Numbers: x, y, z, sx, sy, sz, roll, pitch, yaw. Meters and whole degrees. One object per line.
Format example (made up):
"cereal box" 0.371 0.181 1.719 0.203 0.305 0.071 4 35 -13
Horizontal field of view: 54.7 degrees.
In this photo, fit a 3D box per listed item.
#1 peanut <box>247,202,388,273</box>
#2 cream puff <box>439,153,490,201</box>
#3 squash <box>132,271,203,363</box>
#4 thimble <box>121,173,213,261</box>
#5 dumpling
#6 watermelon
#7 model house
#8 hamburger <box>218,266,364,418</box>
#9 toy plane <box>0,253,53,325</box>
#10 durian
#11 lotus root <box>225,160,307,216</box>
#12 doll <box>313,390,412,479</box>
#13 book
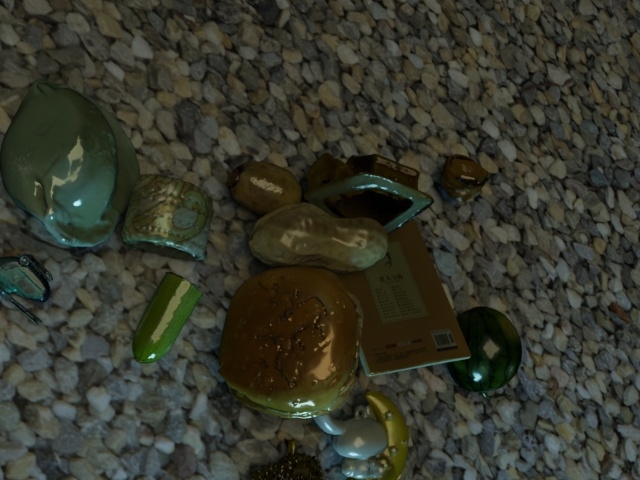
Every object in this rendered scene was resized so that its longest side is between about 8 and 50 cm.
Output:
"peanut" 0.000 0.000 1.356 0.314 0.149 0.149 10 74 -14
"cream puff" 0.374 -0.162 1.622 0.133 0.104 0.119 -9 49 -31
"squash" -0.326 0.166 1.274 0.095 0.095 0.187 32 73 -12
"thimble" -0.311 -0.044 1.300 0.191 0.137 0.143 19 71 -29
"dumpling" -0.485 -0.155 1.217 0.270 0.212 0.320 20 82 -20
"watermelon" 0.418 0.278 1.526 0.204 0.127 0.231 6 81 -24
"model house" 0.102 -0.143 1.472 0.268 0.173 0.239 22 36 -15
"hamburger" -0.063 0.210 1.283 0.285 0.174 0.304 0 64 16
"toy plane" -0.607 0.057 1.203 0.096 0.060 0.235 -46 101 -11
"durian" -0.059 0.531 1.266 0.194 0.138 0.237 10 73 -20
"lotus root" -0.105 -0.110 1.413 0.221 0.118 0.125 16 87 -20
"doll" 0.096 0.449 1.365 0.252 0.111 0.237 -2 91 -27
"book" 0.168 0.116 1.441 0.269 0.032 0.388 -4 58 -22
